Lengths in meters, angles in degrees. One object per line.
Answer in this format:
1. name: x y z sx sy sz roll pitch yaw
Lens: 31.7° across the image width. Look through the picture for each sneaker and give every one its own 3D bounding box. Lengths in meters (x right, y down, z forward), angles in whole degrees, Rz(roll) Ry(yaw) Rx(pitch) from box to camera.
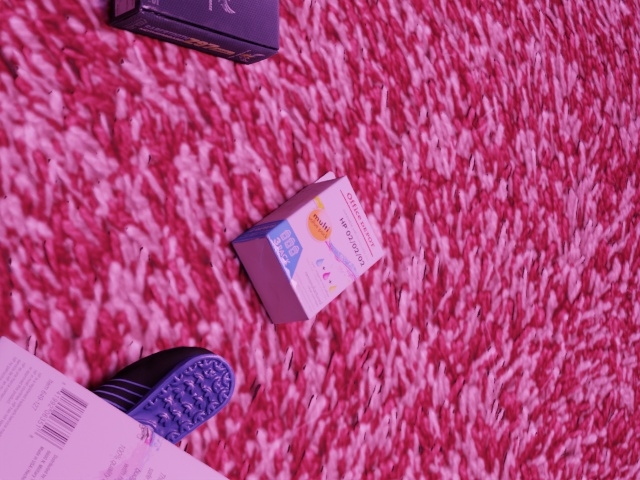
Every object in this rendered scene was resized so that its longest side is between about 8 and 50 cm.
1. sneaker: -0.187 0.171 1.018 0.232 0.090 0.081 -29 104 -21

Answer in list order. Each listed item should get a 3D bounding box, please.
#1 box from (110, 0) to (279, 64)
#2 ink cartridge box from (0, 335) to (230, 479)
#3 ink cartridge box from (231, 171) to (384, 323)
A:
1. box: -0.128 -0.317 1.178 0.183 0.059 0.233 10 75 -43
2. ink cartridge box: -0.206 0.229 0.836 0.232 0.168 0.171 35 35 -9
3. ink cartridge box: 0.000 0.000 1.235 0.181 0.061 0.104 -39 109 -41
